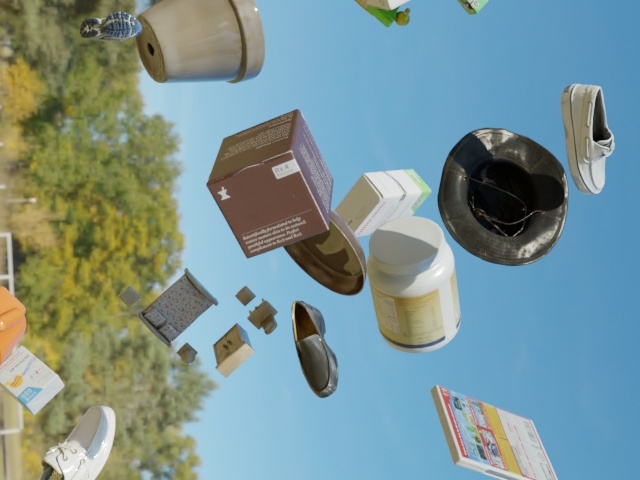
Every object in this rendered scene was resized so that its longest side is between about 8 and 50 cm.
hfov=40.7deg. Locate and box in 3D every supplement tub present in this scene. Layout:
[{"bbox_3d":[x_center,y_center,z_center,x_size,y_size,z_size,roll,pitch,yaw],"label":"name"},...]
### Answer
[{"bbox_3d":[0.244,0.117,2.266,0.228,0.228,0.316,-119,-168,-50],"label":"supplement tub"}]

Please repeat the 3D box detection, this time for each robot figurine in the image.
[{"bbox_3d":[-0.616,0.172,1.553,0.219,0.158,0.128,-74,166,-58],"label":"robot figurine"}]

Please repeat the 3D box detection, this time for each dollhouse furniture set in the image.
[{"bbox_3d":[-0.342,0.198,2.456,0.355,0.303,0.174,47,1,-19],"label":"dollhouse furniture set"}]

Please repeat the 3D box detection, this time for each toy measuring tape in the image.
[{"bbox_3d":[0.123,-0.709,2.337,0.330,0.121,0.121,41,-25,-3],"label":"toy measuring tape"}]

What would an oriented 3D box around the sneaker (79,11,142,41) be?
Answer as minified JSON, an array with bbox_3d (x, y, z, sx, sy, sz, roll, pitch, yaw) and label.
[{"bbox_3d":[-0.401,-0.415,1.688,0.058,0.135,0.052,5,90,-67],"label":"sneaker"}]

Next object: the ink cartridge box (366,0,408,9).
[{"bbox_3d":[0.185,-0.598,1.794,0.092,0.219,0.160,31,-35,51],"label":"ink cartridge box"}]

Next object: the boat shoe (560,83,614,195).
[{"bbox_3d":[0.569,-0.204,1.804,0.084,0.095,0.258,8,-47,43],"label":"boat shoe"}]

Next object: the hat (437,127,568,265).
[{"bbox_3d":[0.400,-0.082,1.959,0.134,0.331,0.331,114,-31,-69],"label":"hat"}]

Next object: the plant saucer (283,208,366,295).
[{"bbox_3d":[0.000,0.000,2.056,0.310,0.050,0.311,36,-29,23],"label":"plant saucer"}]

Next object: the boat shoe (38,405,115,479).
[{"bbox_3d":[-0.491,0.437,1.663,0.098,0.096,0.277,-2,-124,40],"label":"boat shoe"}]

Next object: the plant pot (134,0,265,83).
[{"bbox_3d":[-0.354,-0.567,2.403,0.323,0.280,0.323,44,-33,39],"label":"plant pot"}]

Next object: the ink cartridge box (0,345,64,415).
[{"bbox_3d":[-0.744,0.339,2.156,0.181,0.104,0.061,30,-28,26],"label":"ink cartridge box"}]

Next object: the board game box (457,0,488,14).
[{"bbox_3d":[0.420,-0.755,2.156,0.317,0.213,0.046,-48,-158,-7],"label":"board game box"}]

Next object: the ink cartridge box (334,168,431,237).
[{"bbox_3d":[0.198,-0.121,2.787,0.115,0.273,0.198,53,-55,22],"label":"ink cartridge box"}]

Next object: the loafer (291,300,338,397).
[{"bbox_3d":[-0.017,0.173,1.385,0.061,0.062,0.170,47,18,-50],"label":"loafer"}]

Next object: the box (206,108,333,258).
[{"bbox_3d":[-0.085,-0.107,1.572,0.203,0.168,0.167,-84,151,-59],"label":"box"}]

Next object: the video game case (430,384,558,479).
[{"bbox_3d":[0.375,0.428,1.843,0.025,0.285,0.204,-53,-152,27],"label":"video game case"}]
